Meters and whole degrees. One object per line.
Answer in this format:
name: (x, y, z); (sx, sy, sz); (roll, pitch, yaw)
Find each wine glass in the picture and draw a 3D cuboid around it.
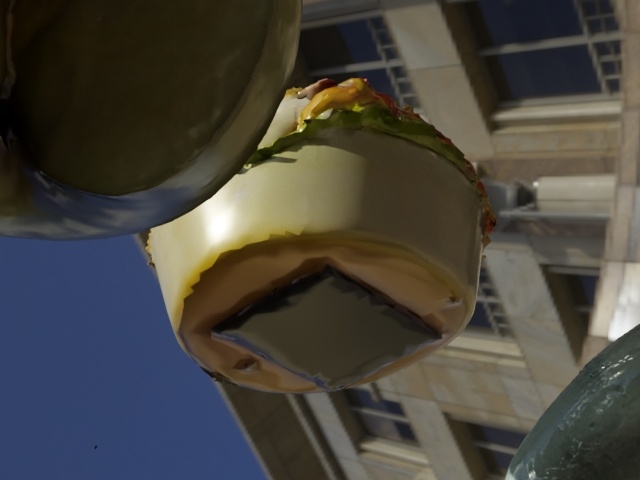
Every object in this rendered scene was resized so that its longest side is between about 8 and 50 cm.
wine glass: (0.088, 0.104, 0.551); (0.309, 0.096, 0.264); (-36, -43, -6)

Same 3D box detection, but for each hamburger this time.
hamburger: (0.000, 0.000, 0.895); (0.276, 0.294, 0.179); (30, -140, -37)

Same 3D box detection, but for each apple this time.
apple: (-0.153, -0.132, 0.534); (0.292, 0.292, 0.254); (10, -108, -41)
